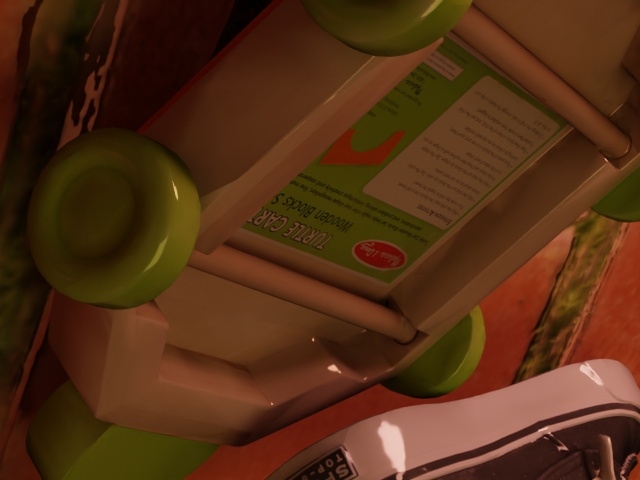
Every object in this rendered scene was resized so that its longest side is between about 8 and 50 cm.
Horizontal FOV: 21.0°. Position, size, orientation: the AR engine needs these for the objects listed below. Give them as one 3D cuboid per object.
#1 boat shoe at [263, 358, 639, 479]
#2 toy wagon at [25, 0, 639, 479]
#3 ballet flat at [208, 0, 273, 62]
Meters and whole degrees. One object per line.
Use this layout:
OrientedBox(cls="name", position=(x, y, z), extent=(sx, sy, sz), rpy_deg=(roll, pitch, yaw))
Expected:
OrientedBox(cls="boat shoe", position=(0.088, 0.125, 0.780), extent=(0.113, 0.105, 0.306), rpy_deg=(-38, 162, 21))
OrientedBox(cls="toy wagon", position=(0.000, 0.000, 0.638), extent=(0.344, 0.068, 0.267), rpy_deg=(-42, 154, 13))
OrientedBox(cls="ballet flat", position=(-0.016, -0.094, 0.615), extent=(0.057, 0.049, 0.173), rpy_deg=(-35, 152, -55))
